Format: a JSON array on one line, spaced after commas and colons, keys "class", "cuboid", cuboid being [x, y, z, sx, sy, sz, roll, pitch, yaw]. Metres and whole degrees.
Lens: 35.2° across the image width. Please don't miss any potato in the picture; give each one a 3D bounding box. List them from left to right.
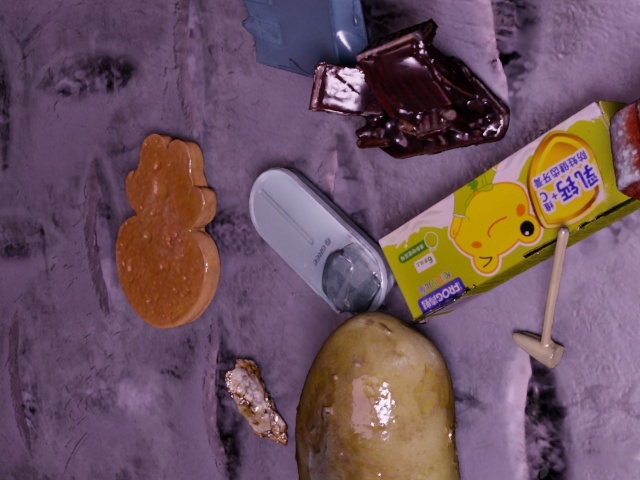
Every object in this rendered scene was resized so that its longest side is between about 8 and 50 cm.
[{"class": "potato", "cuboid": [0.069, 0.233, 1.192, 0.210, 0.173, 0.307, 20, 113, 52]}]

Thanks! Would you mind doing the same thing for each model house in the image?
[{"class": "model house", "cuboid": [0.083, -0.161, 1.145, 0.203, 0.164, 0.141, -17, 80, 41]}]

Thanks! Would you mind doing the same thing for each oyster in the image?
[{"class": "oyster", "cuboid": [-0.090, 0.227, 1.419, 0.086, 0.029, 0.132, -16, 88, 45]}]

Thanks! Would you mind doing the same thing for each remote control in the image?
[{"class": "remote control", "cuboid": [0.000, 0.000, 1.301, 0.247, 0.052, 0.104, 45, 122, 25]}]

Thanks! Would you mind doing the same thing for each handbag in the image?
[{"class": "handbag", "cuboid": [-0.036, -0.308, 1.224, 0.179, 0.062, 0.229, 22, 140, 36]}]

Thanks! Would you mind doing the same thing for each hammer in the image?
[{"class": "hammer", "cuboid": [0.240, 0.054, 1.080, 0.060, 0.028, 0.195, 34, 142, 34]}]

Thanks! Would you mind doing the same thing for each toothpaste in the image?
[{"class": "toothpaste", "cuboid": [0.212, -0.024, 1.110, 0.327, 0.077, 0.110, -34, 72, 37]}]

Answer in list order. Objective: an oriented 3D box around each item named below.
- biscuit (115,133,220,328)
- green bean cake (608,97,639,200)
[{"class": "biscuit", "cuboid": [-0.224, -0.012, 1.489, 0.202, 0.044, 0.288, 9, 100, 37]}, {"class": "green bean cake", "cuboid": [0.390, -0.091, 0.889, 0.233, 0.199, 0.097, -28, 60, 58]}]
